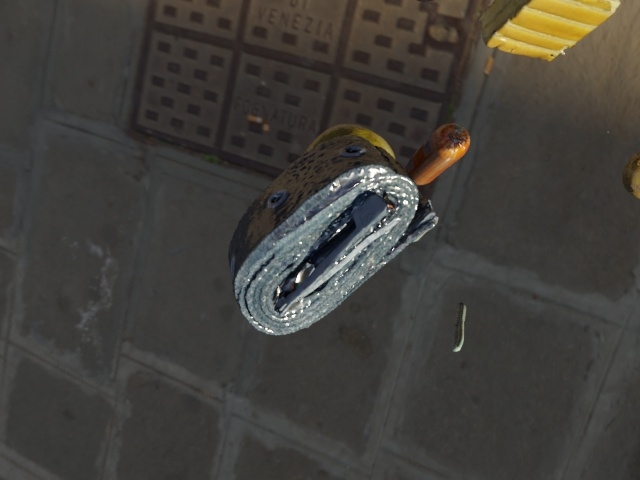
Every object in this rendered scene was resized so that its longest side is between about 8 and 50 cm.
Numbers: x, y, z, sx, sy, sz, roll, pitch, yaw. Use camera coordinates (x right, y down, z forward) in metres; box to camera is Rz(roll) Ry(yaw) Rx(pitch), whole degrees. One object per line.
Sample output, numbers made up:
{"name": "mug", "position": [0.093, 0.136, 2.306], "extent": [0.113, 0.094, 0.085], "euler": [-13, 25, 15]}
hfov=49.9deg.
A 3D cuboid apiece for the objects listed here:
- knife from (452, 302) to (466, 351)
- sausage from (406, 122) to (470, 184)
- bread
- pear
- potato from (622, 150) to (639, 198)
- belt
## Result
{"name": "knife", "position": [0.306, 0.184, 1.513], "extent": [0.015, 0.210, 0.028], "euler": [35, 117, -2]}
{"name": "sausage", "position": [0.174, -0.128, 1.058], "extent": [0.053, 0.348, 0.053], "euler": [0, 87, 0]}
{"name": "bread", "position": [0.538, -0.536, 1.624], "extent": [0.239, 0.246, 0.111], "euler": [141, 128, -57]}
{"name": "pear", "position": [0.068, -0.143, 1.499], "extent": [0.211, 0.188, 0.228], "euler": [37, 68, 27]}
{"name": "potato", "position": [0.818, -0.161, 1.641], "extent": [0.176, 0.137, 0.137], "euler": [-4, 97, 37]}
{"name": "belt", "position": [0.000, 0.000, 0.684], "extent": [0.218, 0.128, 0.122], "euler": [-42, 119, 12]}
